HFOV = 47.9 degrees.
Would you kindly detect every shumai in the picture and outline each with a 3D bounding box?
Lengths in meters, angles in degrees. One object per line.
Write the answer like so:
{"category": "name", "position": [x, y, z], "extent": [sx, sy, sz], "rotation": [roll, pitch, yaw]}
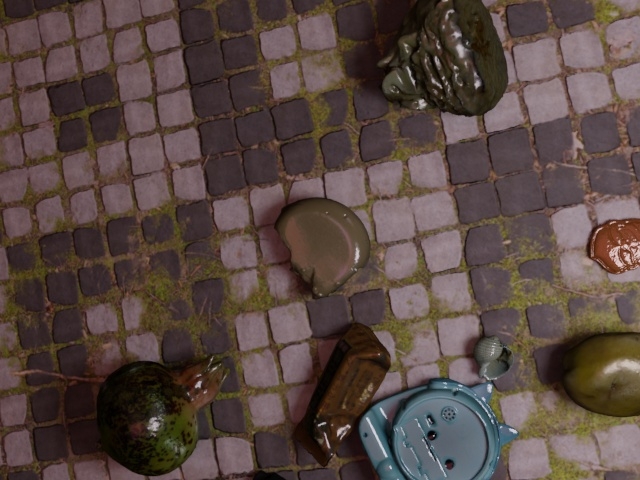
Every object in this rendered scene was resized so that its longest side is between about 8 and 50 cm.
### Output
{"category": "shumai", "position": [0.223, -0.345, 1.377], "extent": [0.218, 0.189, 0.255], "rotation": [-18, 100, 29]}

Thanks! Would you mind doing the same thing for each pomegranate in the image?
{"category": "pomegranate", "position": [-0.320, 0.334, 1.458], "extent": [0.204, 0.277, 0.221], "rotation": [-18, 107, 48]}

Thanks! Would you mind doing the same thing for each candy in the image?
{"category": "candy", "position": [0.039, 0.301, 1.398], "extent": [0.101, 0.143, 0.271], "rotation": [28, 96, -27]}

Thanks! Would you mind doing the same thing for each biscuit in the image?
{"category": "biscuit", "position": [0.568, 0.009, 1.344], "extent": [0.131, 0.019, 0.102], "rotation": [-12, 84, 12]}

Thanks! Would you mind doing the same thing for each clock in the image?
{"category": "clock", "position": [0.226, 0.376, 1.365], "extent": [0.274, 0.094, 0.223], "rotation": [-30, 83, 10]}

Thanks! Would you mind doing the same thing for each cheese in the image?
{"category": "cheese", "position": [0.000, 0.000, 1.434], "extent": [0.175, 0.091, 0.202], "rotation": [-43, 78, 8]}

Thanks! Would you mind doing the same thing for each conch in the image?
{"category": "conch", "position": [0.326, 0.219, 1.371], "extent": [0.076, 0.056, 0.085], "rotation": [14, 121, -4]}

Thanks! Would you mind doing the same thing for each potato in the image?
{"category": "potato", "position": [0.535, 0.238, 1.281], "extent": [0.201, 0.137, 0.154], "rotation": [3, 89, 11]}

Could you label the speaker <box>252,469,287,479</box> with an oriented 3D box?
{"category": "speaker", "position": [-0.082, 0.609, 1.378], "extent": [0.254, 0.184, 0.232], "rotation": [30, 94, 10]}
